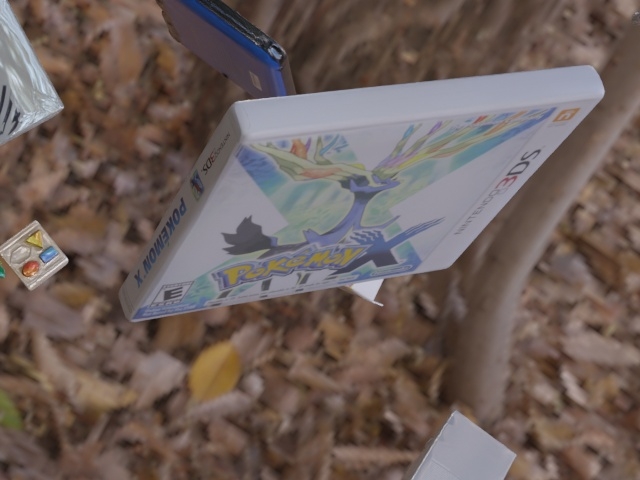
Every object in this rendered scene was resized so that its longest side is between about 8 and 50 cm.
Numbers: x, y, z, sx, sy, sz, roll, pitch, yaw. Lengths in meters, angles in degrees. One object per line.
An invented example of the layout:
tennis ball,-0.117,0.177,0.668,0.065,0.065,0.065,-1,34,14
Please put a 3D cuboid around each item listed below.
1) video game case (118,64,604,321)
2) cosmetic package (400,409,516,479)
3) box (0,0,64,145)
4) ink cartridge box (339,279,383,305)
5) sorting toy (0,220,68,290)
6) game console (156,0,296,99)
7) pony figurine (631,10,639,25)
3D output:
video game case,0.028,-0.036,1.429,0.329,0.300,0.036,-8,65,-29
cosmetic package,0.131,0.309,2.009,0.107,0.127,0.238,37,29,7
box,-0.375,-0.224,1.748,0.094,0.113,0.275,-35,102,-32
ink cartridge box,0.000,0.000,1.729,0.115,0.067,0.198,25,-5,24
sorting toy,-0.333,0.024,1.961,0.083,0.012,0.062,-39,93,-19
game console,-0.091,-0.292,1.881,0.250,0.173,0.293,36,-4,6
pony figurine,0.384,-0.167,1.185,0.363,0.351,0.303,39,63,11
